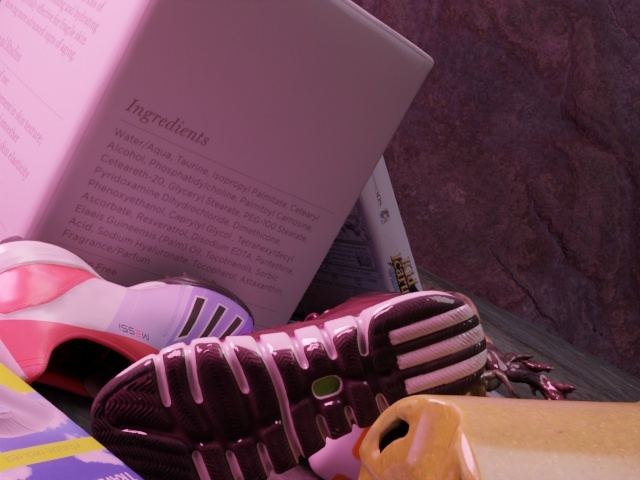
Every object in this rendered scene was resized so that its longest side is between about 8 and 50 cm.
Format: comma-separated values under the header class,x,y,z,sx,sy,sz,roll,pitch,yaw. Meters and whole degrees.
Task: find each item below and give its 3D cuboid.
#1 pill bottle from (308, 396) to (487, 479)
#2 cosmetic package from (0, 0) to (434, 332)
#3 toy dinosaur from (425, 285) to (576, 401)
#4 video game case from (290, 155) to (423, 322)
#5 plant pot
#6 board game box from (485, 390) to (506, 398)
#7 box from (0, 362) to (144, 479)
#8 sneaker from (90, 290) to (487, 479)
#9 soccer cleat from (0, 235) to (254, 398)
class,x,y,z,sx,sy,sz,roll,pitch,yaw
pill bottle,0.075,0.175,0.805,0.246,0.136,0.136,30,7,5
cosmetic package,-0.166,-0.129,0.964,0.327,0.393,0.329,23,11,-41
toy dinosaur,0.146,0.109,0.772,0.118,0.064,0.268,20,24,0
video game case,0.000,0.000,1.141,0.270,0.061,0.244,8,-54,48
plant pot,0.156,0.205,0.572,0.254,0.276,0.276,14,12,-20
board game box,0.183,0.232,1.100,0.319,0.065,0.318,33,8,27
box,-0.183,0.129,0.524,0.178,0.042,0.109,31,8,22
sneaker,-0.021,0.105,0.687,0.282,0.106,0.162,-13,3,1
soccer cleat,-0.156,0.088,0.756,0.318,0.109,0.116,23,31,-56
